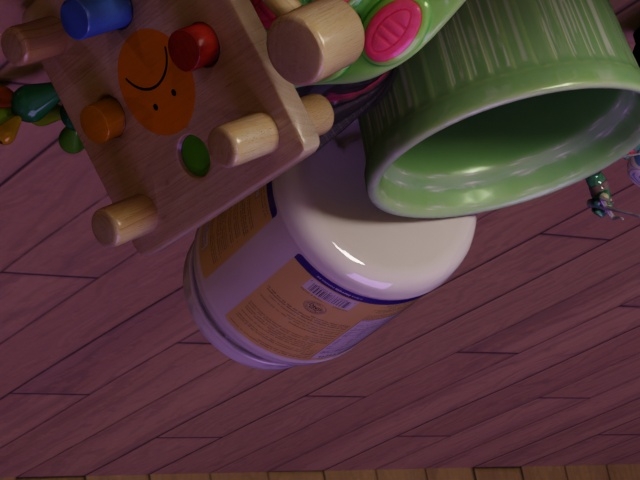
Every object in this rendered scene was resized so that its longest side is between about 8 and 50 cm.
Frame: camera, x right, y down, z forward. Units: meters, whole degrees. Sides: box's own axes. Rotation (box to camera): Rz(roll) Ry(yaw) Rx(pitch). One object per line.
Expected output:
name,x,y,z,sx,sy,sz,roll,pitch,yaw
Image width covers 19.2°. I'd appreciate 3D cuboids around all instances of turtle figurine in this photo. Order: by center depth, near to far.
turtle figurine,0.295,-0.094,2.221,0.234,0.118,0.175,-4,152,32

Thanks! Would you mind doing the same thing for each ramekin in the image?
ramekin,0.175,-0.150,1.905,0.303,0.148,0.303,-14,161,-5

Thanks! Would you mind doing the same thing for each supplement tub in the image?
supplement tub,0.000,0.000,2.129,0.241,0.241,0.331,-1,159,-28

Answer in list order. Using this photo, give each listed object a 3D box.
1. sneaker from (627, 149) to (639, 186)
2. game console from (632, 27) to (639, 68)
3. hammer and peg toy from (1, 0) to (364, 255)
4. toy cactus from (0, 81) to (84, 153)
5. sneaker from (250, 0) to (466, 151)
sneaker,0.497,-0.110,2.339,0.237,0.085,0.086,-11,166,-4
game console,0.384,-0.213,1.990,0.107,0.071,0.122,0,159,-29
hammer and peg toy,-0.105,-0.166,1.599,0.127,0.266,0.361,-24,174,-45
toy cactus,-0.237,-0.130,1.858,0.219,0.112,0.180,4,148,-16
sneaker,-0.007,-0.195,1.735,0.483,0.185,0.202,-35,179,44
